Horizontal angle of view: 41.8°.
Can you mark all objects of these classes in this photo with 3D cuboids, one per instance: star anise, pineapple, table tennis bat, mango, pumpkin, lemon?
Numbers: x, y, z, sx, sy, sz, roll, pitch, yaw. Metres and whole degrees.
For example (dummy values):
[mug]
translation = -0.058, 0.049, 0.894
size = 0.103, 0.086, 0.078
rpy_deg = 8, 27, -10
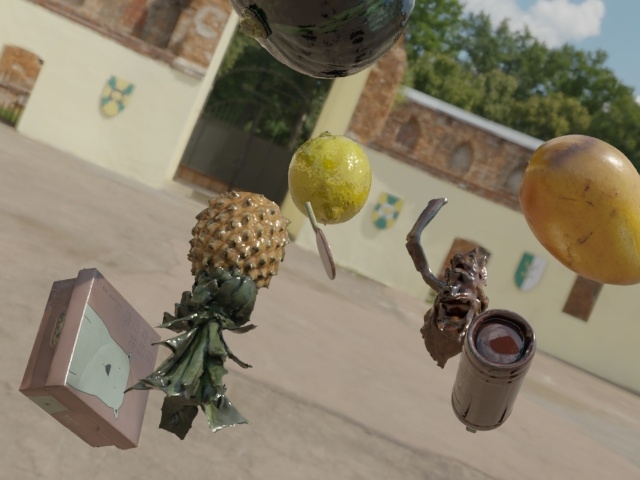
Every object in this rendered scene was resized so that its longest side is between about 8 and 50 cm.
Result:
[star anise]
translation = 0.264, 0.082, 1.695
size = 0.148, 0.346, 0.237
rpy_deg = -11, -6, 22
[pineapple]
translation = -0.103, 0.073, 0.881
size = 0.130, 0.277, 0.119
rpy_deg = 20, -41, -5
[table tennis bat]
translation = 0.000, 0.000, 1.558
size = 0.013, 0.156, 0.087
rpy_deg = -18, -18, -9
[mango]
translation = 0.334, -0.030, 1.034
size = 0.219, 0.145, 0.112
rpy_deg = 54, 36, -14
[pumpkin]
translation = -0.017, -0.378, 1.248
size = 0.315, 0.238, 0.315
rpy_deg = 41, -17, 15
[lemon]
translation = 0.019, -0.120, 1.695
size = 0.174, 0.206, 0.173
rpy_deg = 3, -33, 2

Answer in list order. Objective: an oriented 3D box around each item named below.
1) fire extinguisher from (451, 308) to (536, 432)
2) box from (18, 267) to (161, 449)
[fire extinguisher]
translation = 0.270, 0.218, 1.340
size = 0.102, 0.138, 0.344
rpy_deg = 17, -30, 13
[box]
translation = -0.354, 0.189, 1.318
size = 0.086, 0.215, 0.215
rpy_deg = -10, -40, 17
